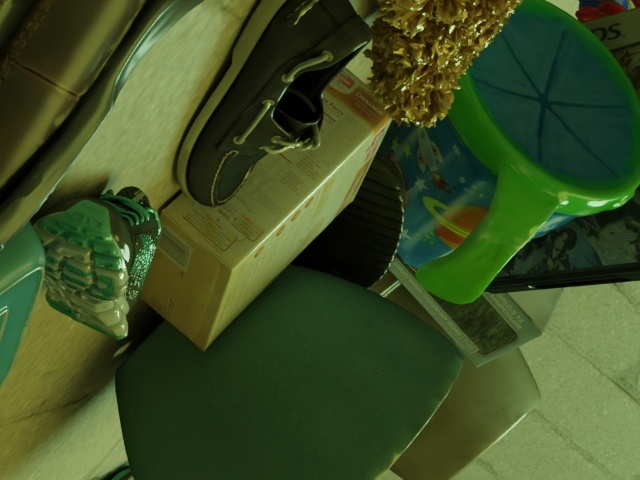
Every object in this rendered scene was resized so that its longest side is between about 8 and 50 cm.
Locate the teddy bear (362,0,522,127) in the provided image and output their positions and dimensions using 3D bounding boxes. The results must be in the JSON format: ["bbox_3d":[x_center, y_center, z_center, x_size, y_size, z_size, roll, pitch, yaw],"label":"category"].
[{"bbox_3d":[0.107,-0.188,0.945,0.245,0.113,0.338,-50,172,-15],"label":"teddy bear"}]

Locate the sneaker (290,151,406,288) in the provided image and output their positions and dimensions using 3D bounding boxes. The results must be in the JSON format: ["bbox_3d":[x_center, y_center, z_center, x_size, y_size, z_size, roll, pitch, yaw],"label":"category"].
[{"bbox_3d":[0.000,0.000,1.301,0.146,0.122,0.330,-66,-177,-39],"label":"sneaker"}]

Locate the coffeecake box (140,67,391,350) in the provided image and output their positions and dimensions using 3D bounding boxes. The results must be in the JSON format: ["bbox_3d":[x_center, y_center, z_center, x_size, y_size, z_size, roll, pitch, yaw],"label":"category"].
[{"bbox_3d":[-0.040,-0.026,1.044,0.185,0.068,0.142,-45,170,-28],"label":"coffeecake box"}]

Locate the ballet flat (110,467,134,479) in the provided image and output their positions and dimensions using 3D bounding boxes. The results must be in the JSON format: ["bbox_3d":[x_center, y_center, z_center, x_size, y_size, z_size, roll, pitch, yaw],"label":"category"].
[{"bbox_3d":[-0.232,0.341,1.477,0.139,0.139,0.400,-51,172,9],"label":"ballet flat"}]

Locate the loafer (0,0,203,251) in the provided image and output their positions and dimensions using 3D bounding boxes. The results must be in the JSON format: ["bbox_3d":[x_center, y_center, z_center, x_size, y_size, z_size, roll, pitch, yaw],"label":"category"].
[{"bbox_3d":[-0.103,-0.081,0.469,0.302,0.095,0.109,-46,-157,8],"label":"loafer"}]

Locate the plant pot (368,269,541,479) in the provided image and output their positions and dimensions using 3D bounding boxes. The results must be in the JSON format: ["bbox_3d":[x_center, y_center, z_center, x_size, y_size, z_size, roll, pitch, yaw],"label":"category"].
[{"bbox_3d":[0.114,0.147,1.759,0.323,0.280,0.323,-40,172,-7],"label":"plant pot"}]

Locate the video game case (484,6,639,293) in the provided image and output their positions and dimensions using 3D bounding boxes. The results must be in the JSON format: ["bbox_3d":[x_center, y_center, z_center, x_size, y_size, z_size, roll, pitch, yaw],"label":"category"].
[{"bbox_3d":[0.267,-0.091,1.438,0.248,0.035,0.275,-8,-107,48],"label":"video game case"}]

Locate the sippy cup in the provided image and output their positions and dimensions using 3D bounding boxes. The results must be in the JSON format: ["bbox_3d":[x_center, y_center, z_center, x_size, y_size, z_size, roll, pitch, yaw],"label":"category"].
[{"bbox_3d":[0.158,-0.085,1.374,0.305,0.240,0.224,-24,168,-43],"label":"sippy cup"}]

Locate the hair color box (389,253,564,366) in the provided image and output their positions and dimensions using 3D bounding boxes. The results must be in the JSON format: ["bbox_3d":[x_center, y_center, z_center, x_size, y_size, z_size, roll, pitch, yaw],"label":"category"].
[{"bbox_3d":[0.223,-0.046,1.686,0.113,0.185,0.374,-32,-165,40],"label":"hair color box"}]

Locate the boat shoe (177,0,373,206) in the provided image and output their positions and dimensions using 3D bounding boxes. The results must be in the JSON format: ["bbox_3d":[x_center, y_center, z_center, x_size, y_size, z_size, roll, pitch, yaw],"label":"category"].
[{"bbox_3d":[-0.030,-0.077,0.873,0.075,0.065,0.206,-42,169,-43],"label":"boat shoe"}]

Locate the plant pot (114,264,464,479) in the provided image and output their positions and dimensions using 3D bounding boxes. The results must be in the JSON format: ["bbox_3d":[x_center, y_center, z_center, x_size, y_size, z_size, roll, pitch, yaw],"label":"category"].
[{"bbox_3d":[-0.053,0.129,1.165,0.290,0.195,0.290,-46,-179,1],"label":"plant pot"}]

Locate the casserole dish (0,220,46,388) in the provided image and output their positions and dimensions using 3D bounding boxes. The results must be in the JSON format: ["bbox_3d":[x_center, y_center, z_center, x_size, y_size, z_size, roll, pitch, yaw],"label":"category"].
[{"bbox_3d":[-0.190,0.056,0.724,0.114,0.037,0.188,-42,170,-40],"label":"casserole dish"}]

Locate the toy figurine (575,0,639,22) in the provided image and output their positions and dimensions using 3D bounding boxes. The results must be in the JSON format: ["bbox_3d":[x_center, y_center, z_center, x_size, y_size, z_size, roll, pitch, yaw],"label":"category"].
[{"bbox_3d":[0.365,-0.272,1.610,0.362,0.191,0.217,49,58,-55],"label":"toy figurine"}]

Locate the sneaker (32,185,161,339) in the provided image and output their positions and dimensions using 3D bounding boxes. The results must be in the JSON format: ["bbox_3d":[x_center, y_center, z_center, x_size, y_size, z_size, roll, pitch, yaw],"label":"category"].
[{"bbox_3d":[-0.122,-0.002,0.796,0.166,0.065,0.076,116,0,-72],"label":"sneaker"}]
